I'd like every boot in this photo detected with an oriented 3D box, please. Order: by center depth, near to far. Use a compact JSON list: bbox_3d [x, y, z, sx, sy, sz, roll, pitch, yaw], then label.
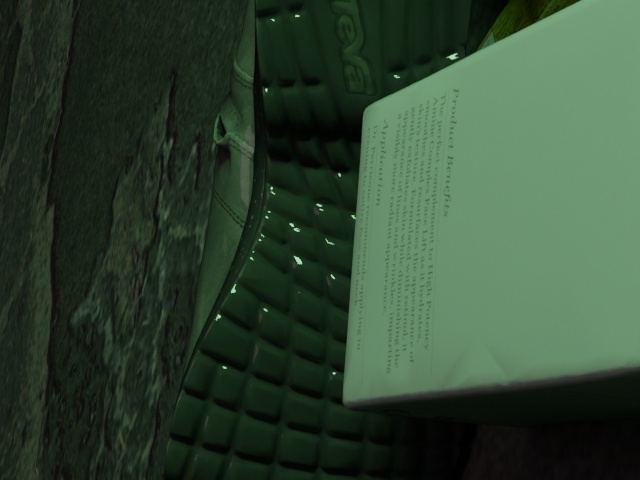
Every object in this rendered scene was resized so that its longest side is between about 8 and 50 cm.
[{"bbox_3d":[0.000,0.000,0.817,0.223,0.118,0.338,-134,56,-82],"label":"boot"}]

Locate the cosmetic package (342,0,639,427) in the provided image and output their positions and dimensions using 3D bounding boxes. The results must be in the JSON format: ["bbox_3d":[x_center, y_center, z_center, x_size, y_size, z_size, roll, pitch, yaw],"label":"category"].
[{"bbox_3d":[0.089,-0.004,0.573,0.231,0.085,0.117,165,111,-66],"label":"cosmetic package"}]

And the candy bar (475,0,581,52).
[{"bbox_3d":[0.087,-0.089,0.745,0.040,0.018,0.161,-95,27,-43],"label":"candy bar"}]
